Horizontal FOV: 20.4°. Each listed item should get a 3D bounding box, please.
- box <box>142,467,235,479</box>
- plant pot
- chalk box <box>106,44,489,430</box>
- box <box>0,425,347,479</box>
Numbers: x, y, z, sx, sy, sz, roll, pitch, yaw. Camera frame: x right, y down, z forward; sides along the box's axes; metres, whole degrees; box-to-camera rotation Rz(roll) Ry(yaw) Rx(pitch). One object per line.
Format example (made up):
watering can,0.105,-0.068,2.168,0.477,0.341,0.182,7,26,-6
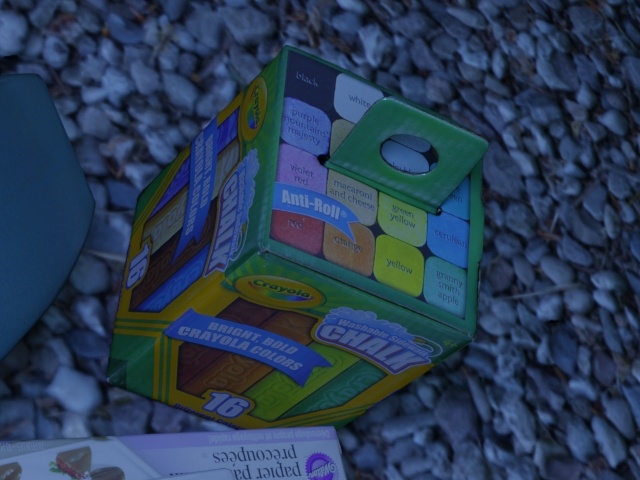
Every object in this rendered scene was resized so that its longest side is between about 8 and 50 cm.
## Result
box,-0.153,0.233,1.088,0.182,0.181,0.119,-4,67,-38
plant pot,-0.258,-0.011,1.148,0.234,0.166,0.165,-46,119,-56
chalk box,0.000,0.000,1.263,0.180,0.289,0.179,23,53,-23
box,-0.130,0.172,1.222,0.324,0.067,0.063,1,64,-35
